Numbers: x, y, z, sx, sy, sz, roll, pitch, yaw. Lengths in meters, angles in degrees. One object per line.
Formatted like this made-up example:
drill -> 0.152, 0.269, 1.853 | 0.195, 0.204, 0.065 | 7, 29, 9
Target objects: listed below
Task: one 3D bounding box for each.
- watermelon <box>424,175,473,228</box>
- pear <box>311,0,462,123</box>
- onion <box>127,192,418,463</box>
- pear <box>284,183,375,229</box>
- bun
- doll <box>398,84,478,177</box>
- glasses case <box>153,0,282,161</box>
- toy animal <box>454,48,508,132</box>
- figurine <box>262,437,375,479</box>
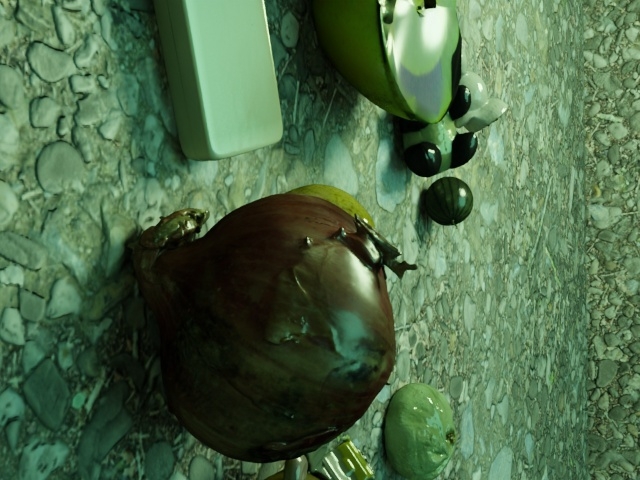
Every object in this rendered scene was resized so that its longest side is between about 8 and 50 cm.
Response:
watermelon -> 0.277, -0.074, 1.895 | 0.105, 0.105, 0.133 | 57, 22, -46
pear -> 0.102, -0.394, 1.507 | 0.399, 0.165, 0.398 | -1, 91, -62
onion -> -0.043, 0.102, 1.067 | 0.354, 0.354, 0.353 | -2, 92, -62
pear -> 0.000, 0.000, 1.324 | 0.178, 0.178, 0.178 | -2, 92, -62
bun -> 0.209, 0.383, 1.775 | 0.195, 0.118, 0.195 | 7, 82, -59
doll -> 0.218, -0.237, 1.767 | 0.144, 0.135, 0.234 | -16, 106, -24
glasses case -> -0.135, -0.264, 1.131 | 0.131, 0.070, 0.312 | -22, 111, -39
toy animal -> 0.279, -0.324, 1.827 | 0.220, 0.131, 0.103 | 51, 13, -16
figurine -> -0.024, 0.406, 1.274 | 0.285, 0.167, 0.342 | 28, 44, -67
